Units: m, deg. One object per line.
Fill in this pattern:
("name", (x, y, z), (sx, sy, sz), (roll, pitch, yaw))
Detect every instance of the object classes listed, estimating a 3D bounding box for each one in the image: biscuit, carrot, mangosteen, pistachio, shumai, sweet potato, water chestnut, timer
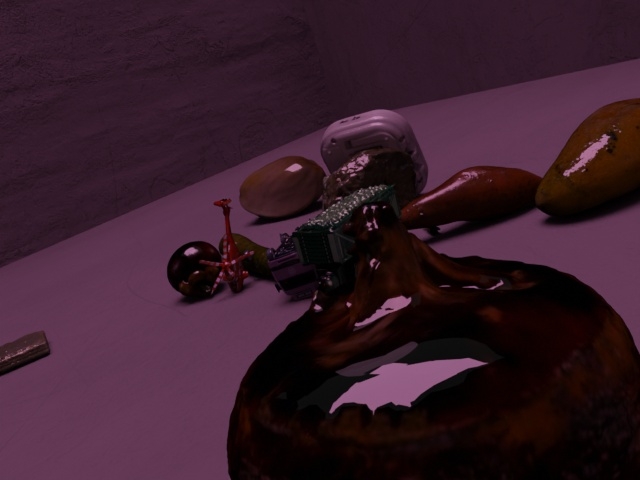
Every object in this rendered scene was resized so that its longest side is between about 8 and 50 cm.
("biscuit", (-0.694, 0.258, 1.500), (0.199, 0.040, 0.121), (-23, 17, -20))
("carrot", (-0.146, 0.038, 1.573), (0.074, 0.074, 0.358), (-25, 19, -23))
("mangosteen", (-0.275, 0.071, 1.539), (0.140, 0.140, 0.140), (-17, 15, 5))
("pistachio", (-0.105, -0.149, 2.066), (0.288, 0.197, 0.166), (-23, -33, 30))
("shumai", (0.089, -0.120, 1.634), (0.256, 0.189, 0.218), (-20, 14, -32))
("sweet potato", (0.318, -0.095, 1.393), (0.359, 0.112, 0.112), (-8, 14, -6))
("water chestnut", (0.075, 0.117, 0.563), (0.351, 0.302, 0.350), (-13, 16, 4))
("timer", (0.134, -0.196, 1.732), (0.237, 0.262, 0.087), (-11, 39, 27))

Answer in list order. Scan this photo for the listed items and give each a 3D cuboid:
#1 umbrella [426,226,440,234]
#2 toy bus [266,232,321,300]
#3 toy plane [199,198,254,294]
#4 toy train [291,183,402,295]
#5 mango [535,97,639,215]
("umbrella", (0.229, -0.028, 1.449), (0.020, 0.031, 0.083), (-51, 13, 3))
("toy bus", (-0.033, 0.036, 1.373), (0.096, 0.108, 0.199), (-19, 12, 15))
("toy plane", (-0.203, 0.015, 1.492), (0.126, 0.194, 0.077), (-30, -14, 14))
("toy train", (0.059, 0.003, 1.287), (0.115, 0.154, 0.269), (-9, 17, 39))
("mango", (0.538, -0.160, 1.294), (0.329, 0.175, 0.176), (-27, -27, -31))
